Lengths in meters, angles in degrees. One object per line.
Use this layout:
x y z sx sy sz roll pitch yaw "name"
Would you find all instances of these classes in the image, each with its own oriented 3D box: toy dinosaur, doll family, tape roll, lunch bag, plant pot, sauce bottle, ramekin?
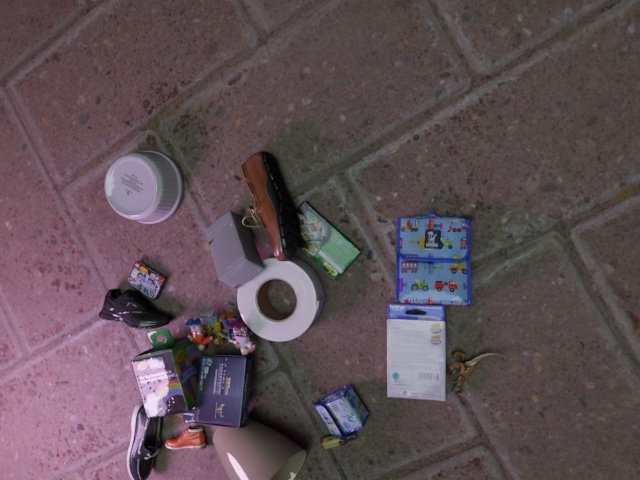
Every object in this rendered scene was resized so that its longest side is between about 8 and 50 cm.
0.469 0.393 1.492 0.112 0.064 0.211 32 111 -8 "toy dinosaur"
-0.329 0.320 1.651 0.263 0.118 0.163 1 126 18 "doll family"
-0.133 0.193 1.605 0.287 0.100 0.285 1 94 15 "tape roll"
0.065 0.580 1.591 0.151 0.096 0.128 -32 88 29 "lunch bag"
-0.232 0.730 1.618 0.274 0.257 0.256 34 102 27 "plant pot"
0.063 0.683 1.623 0.128 0.042 0.042 -22 88 13 "sauce bottle"
0.351 0.052 1.471 0.221 0.138 0.292 0 82 15 "lunch bag"
-0.642 -0.191 1.695 0.273 0.127 0.272 1 95 15 "ramekin"

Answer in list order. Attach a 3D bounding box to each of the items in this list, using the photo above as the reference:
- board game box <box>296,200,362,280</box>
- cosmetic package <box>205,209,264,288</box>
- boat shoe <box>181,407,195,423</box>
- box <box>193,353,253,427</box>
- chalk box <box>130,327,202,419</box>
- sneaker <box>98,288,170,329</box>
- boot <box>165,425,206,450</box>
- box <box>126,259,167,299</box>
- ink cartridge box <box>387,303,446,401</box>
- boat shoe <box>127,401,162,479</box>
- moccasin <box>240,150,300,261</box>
0.000 0.000 1.593 0.260 0.030 0.136 43 101 8 "board game box"
-0.289 0.029 1.579 0.127 0.107 0.238 -39 47 12 "cosmetic package"
-0.395 0.617 1.709 0.255 0.095 0.079 -14 89 17 "boat shoe"
-0.333 0.513 1.624 0.184 0.059 0.232 -2 73 20 "box"
-0.535 0.454 1.692 0.180 0.179 0.288 -15 89 16 "chalk box"
-0.690 0.253 1.757 0.287 0.109 0.130 10 91 12 "sneaker"
-0.506 0.736 1.770 0.158 0.059 0.084 -5 90 7 "boot"
-0.651 0.149 1.775 0.137 0.027 0.093 30 100 11 "box"
0.308 0.352 1.522 0.186 0.065 0.310 0 97 15 "ink cartridge box"
-0.654 0.764 1.779 0.091 0.114 0.302 3 96 20 "boat shoe"
-0.177 -0.105 1.561 0.147 0.139 0.379 -27 79 26 "moccasin"
